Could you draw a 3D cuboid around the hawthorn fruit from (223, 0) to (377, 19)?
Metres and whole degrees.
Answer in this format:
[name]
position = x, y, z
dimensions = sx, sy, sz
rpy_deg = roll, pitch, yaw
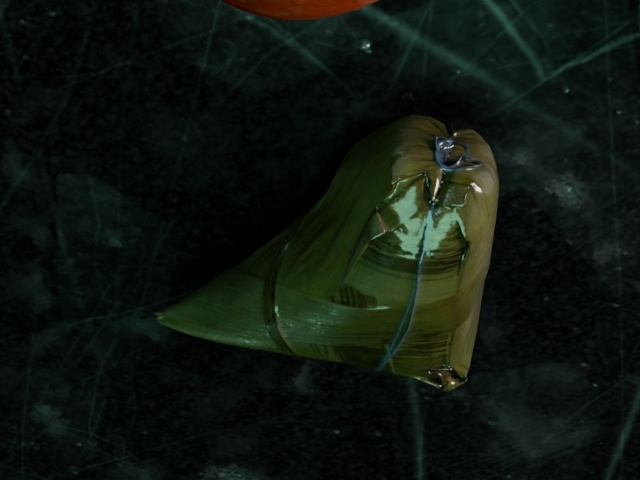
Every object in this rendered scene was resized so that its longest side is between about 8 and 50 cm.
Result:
[hawthorn fruit]
position = -0.037, -0.242, 1.179
dimensions = 0.272, 0.242, 0.242
rpy_deg = -28, 127, 21

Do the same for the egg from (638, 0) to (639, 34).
[egg]
position = 0.299, -0.155, 1.321
dimensions = 0.146, 0.146, 0.198
rpy_deg = -7, 140, 8

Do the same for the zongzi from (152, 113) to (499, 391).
[zongzi]
position = 0.000, 0.000, 1.500
dimensions = 0.274, 0.125, 0.250
rpy_deg = 7, 135, 3
